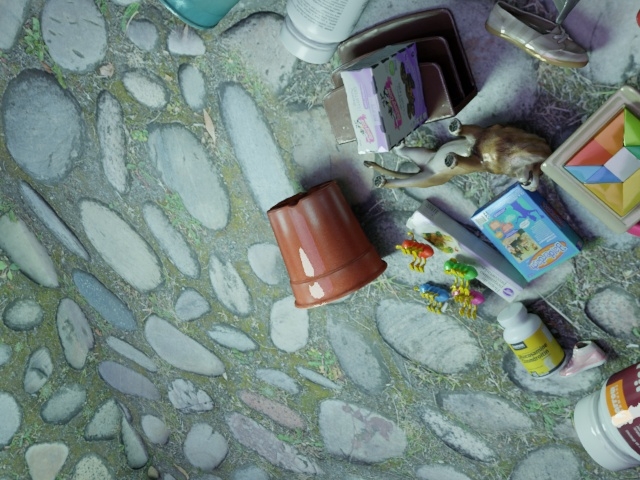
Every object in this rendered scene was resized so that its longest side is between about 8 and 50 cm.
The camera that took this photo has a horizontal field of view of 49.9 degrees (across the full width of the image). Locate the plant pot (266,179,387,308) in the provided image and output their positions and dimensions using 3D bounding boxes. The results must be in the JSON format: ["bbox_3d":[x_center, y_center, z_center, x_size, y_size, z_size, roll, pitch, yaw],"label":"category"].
[{"bbox_3d":[0.000,0.000,1.812,0.272,0.272,0.265,-17,102,40],"label":"plant pot"}]

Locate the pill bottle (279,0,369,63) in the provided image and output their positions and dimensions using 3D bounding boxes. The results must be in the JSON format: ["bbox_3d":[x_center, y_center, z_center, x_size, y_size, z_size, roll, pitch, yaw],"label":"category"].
[{"bbox_3d":[0.023,-0.532,1.475,0.160,0.160,0.283,39,134,5],"label":"pill bottle"}]

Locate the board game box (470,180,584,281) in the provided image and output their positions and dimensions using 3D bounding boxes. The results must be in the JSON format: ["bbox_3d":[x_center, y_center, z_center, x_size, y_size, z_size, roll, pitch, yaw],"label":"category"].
[{"bbox_3d":[0.480,-0.023,1.604,0.210,0.047,0.160,47,134,-3],"label":"board game box"}]

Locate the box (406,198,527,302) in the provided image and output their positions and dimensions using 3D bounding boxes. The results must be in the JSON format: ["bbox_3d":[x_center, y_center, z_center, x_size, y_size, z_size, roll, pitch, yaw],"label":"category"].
[{"bbox_3d":[0.363,0.024,1.703,0.324,0.067,0.063,37,135,6],"label":"box"}]

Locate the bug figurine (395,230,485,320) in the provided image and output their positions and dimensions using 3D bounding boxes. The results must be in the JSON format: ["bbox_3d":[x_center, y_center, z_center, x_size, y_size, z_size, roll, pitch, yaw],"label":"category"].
[{"bbox_3d":[0.307,0.095,1.739,0.216,0.072,0.279,19,152,35],"label":"bug figurine"}]

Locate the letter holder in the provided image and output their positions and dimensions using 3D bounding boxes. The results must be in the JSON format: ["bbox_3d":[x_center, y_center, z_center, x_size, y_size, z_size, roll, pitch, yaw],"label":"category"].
[{"bbox_3d":[0.156,-0.362,1.514,0.301,0.152,0.215,-8,114,37],"label":"letter holder"}]

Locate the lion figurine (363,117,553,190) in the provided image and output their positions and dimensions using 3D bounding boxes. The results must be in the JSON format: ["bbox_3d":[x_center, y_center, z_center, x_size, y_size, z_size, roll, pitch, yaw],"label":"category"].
[{"bbox_3d":[0.305,-0.181,1.545,0.392,0.240,0.142,2,89,51],"label":"lion figurine"}]

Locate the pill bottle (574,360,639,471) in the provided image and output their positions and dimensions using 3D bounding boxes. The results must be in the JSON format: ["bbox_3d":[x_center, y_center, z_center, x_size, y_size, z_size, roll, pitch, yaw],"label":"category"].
[{"bbox_3d":[0.786,0.370,1.553,0.224,0.224,0.392,43,134,0],"label":"pill bottle"}]

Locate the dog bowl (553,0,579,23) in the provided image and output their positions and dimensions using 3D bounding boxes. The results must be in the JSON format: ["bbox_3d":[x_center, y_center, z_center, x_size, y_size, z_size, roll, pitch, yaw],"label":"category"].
[{"bbox_3d":[0.339,-0.533,1.152,0.102,0.349,0.349,-37,97,32],"label":"dog bowl"}]

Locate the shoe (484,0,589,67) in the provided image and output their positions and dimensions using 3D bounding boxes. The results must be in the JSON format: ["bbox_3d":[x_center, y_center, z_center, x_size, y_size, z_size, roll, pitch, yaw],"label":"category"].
[{"bbox_3d":[0.428,-0.404,1.351,0.219,0.076,0.058,30,138,15],"label":"shoe"}]

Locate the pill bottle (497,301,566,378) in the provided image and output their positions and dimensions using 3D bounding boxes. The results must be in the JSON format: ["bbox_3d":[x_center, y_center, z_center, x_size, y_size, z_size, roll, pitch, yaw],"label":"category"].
[{"bbox_3d":[0.526,0.249,1.725,0.103,0.103,0.184,-30,102,43],"label":"pill bottle"}]

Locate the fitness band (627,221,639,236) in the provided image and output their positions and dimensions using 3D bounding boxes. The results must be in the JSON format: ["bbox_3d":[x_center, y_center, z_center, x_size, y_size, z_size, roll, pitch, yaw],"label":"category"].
[{"bbox_3d":[0.715,-0.111,1.385,0.290,0.054,0.209,-20,111,42],"label":"fitness band"}]

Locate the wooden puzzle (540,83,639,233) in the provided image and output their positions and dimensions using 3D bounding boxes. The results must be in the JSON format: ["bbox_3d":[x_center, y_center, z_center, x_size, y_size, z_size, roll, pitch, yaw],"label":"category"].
[{"bbox_3d":[0.591,-0.149,1.344,0.221,0.044,0.239,40,125,-1],"label":"wooden puzzle"}]

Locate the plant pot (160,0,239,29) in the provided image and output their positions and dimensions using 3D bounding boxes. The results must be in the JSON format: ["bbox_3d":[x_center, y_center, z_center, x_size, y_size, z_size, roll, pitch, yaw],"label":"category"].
[{"bbox_3d":[-0.231,-0.652,1.511,0.255,0.272,0.272,-29,103,27],"label":"plant pot"}]

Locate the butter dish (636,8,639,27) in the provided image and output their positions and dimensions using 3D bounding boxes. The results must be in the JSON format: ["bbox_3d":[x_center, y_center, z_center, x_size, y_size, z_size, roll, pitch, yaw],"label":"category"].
[{"bbox_3d":[0.621,-0.389,1.205,0.160,0.160,0.118,44,158,-1],"label":"butter dish"}]

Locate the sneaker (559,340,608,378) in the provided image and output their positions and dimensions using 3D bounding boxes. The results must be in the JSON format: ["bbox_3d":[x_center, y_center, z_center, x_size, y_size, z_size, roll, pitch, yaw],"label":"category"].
[{"bbox_3d":[0.640,0.292,1.717,0.070,0.051,0.134,49,131,-3],"label":"sneaker"}]

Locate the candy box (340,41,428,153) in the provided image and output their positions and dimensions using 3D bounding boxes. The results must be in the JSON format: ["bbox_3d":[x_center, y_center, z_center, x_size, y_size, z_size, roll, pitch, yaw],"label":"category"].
[{"bbox_3d":[0.131,-0.280,1.348,0.070,0.196,0.165,2,118,34],"label":"candy box"}]
